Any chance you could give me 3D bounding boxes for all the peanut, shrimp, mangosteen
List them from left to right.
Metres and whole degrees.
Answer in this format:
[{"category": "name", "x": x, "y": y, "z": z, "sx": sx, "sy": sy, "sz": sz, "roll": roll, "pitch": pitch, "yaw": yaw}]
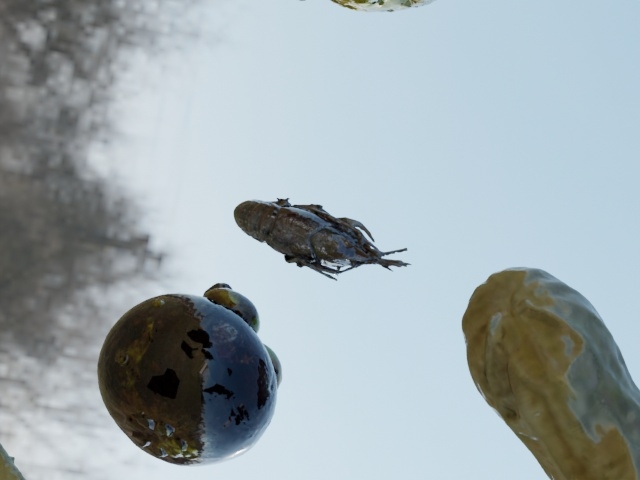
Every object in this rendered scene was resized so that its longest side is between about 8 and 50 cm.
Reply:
[{"category": "mangosteen", "x": -0.126, "y": 0.125, "z": 1.793, "sx": 0.217, "sy": 0.192, "sz": 0.192, "roll": -62, "pitch": 180, "yaw": -40}, {"category": "shrimp", "x": 0.000, "y": 0.000, "z": 1.490, "sx": 0.065, "sy": 0.165, "sz": 0.056, "roll": 1, "pitch": 110, "yaw": -81}, {"category": "peanut", "x": 0.282, "y": 0.180, "z": 1.893, "sx": 0.340, "sy": 0.158, "sz": 0.174, "roll": 54, "pitch": -23, "yaw": -1}]

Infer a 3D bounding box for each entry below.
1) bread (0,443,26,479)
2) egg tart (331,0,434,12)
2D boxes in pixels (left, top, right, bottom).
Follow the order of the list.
[{"category": "bread", "x": -0.370, "y": 0.259, "z": 1.337, "sx": 0.207, "sy": 0.279, "sz": 0.279, "roll": 51, "pitch": -25, "yaw": 25}, {"category": "egg tart", "x": 0.058, "y": -0.284, "z": 1.455, "sx": 0.123, "sy": 0.294, "sz": 0.294, "roll": 70, "pitch": 14, "yaw": -50}]
